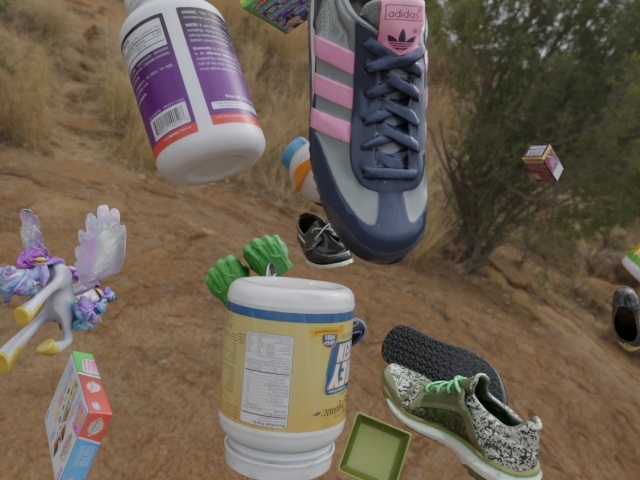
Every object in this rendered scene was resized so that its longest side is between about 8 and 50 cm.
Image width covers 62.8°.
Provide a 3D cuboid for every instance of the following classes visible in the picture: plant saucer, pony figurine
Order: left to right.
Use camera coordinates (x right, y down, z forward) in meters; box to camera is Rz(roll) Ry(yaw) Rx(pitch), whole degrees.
[{"bbox_3d":[-0.657,0.104,1.308,0.302,0.351,0.363,1,16,11],"label":"pony figurine"},{"bbox_3d":[0.170,0.668,1.658,0.188,0.188,0.045,21,-21,6],"label":"plant saucer"}]

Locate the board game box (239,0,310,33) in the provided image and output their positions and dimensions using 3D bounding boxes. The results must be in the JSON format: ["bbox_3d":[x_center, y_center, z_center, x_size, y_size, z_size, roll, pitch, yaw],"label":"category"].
[{"bbox_3d":[-0.011,-0.614,1.219,0.213,0.317,0.046,-9,74,-65],"label":"board game box"}]

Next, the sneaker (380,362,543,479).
[{"bbox_3d":[0.303,0.344,1.117,0.158,0.182,0.410,-3,21,-42],"label":"sneaker"}]

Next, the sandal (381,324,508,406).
[{"bbox_3d":[0.341,0.356,1.411,0.107,0.168,0.445,37,-3,-32],"label":"sandal"}]

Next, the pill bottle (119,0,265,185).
[{"bbox_3d":[-0.221,-0.267,0.875,0.181,0.181,0.323,-8,76,-52],"label":"pill bottle"}]

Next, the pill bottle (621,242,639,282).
[{"bbox_3d":[0.634,-0.007,0.846,0.136,0.246,0.136,31,23,-15],"label":"pill bottle"}]

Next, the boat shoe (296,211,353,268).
[{"bbox_3d":[0.000,0.000,1.058,0.084,0.079,0.233,-14,19,-13],"label":"boat shoe"}]

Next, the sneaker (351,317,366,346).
[{"bbox_3d":[0.015,0.261,1.357,0.090,0.232,0.081,98,-30,-76],"label":"sneaker"}]

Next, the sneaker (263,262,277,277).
[{"bbox_3d":[-0.108,0.084,1.016,0.035,0.083,0.031,3,-5,28],"label":"sneaker"}]

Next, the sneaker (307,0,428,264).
[{"bbox_3d":[0.049,-0.141,0.473,0.112,0.319,0.131,-5,-10,-17],"label":"sneaker"}]

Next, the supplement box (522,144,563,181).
[{"bbox_3d":[0.513,-0.177,1.208,0.083,0.043,0.055,44,-18,-31],"label":"supplement box"}]

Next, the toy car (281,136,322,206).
[{"bbox_3d":[0.023,-0.146,0.964,0.219,0.210,0.238,41,19,10],"label":"toy car"}]

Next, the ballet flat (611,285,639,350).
[{"bbox_3d":[0.592,0.160,1.023,0.057,0.173,0.049,11,49,45],"label":"ballet flat"}]

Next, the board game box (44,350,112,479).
[{"bbox_3d":[-0.698,0.502,1.494,0.064,0.242,0.316,20,8,-37],"label":"board game box"}]

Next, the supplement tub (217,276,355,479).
[{"bbox_3d":[-0.039,0.147,0.592,0.144,0.200,0.144,5,1,0],"label":"supplement tub"}]

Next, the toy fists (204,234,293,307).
[{"bbox_3d":[-0.229,0.084,1.650,0.142,0.279,0.096,58,4,-10],"label":"toy fists"}]
